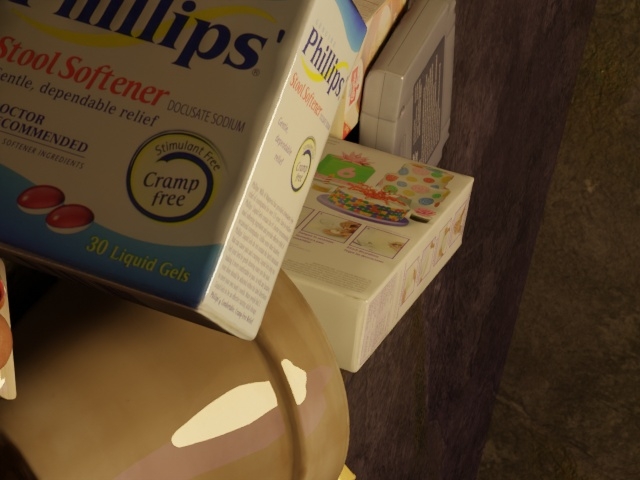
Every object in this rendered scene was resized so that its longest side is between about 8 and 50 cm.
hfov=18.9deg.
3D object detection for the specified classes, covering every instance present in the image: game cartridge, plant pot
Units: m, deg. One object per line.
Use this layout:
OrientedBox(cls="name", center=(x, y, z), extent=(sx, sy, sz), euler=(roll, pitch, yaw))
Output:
OrientedBox(cls="game cartridge", center=(0.107, -0.156, 2.393), extent=(0.294, 0.060, 0.196), euler=(89, 23, -51))
OrientedBox(cls="plant pot", center=(-0.186, 0.165, 1.683), extent=(0.280, 0.323, 0.323), euler=(-30, 138, -40))

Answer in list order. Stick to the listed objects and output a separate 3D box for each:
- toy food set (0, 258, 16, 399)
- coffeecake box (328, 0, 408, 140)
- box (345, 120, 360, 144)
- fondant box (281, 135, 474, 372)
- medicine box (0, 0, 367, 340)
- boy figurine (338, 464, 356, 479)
OrientedBox(cls="toy food set", center=(-0.290, 0.056, 1.451), extent=(0.218, 0.071, 0.128), euler=(9, 77, -51))
OrientedBox(cls="coffeecake box", center=(0.039, -0.228, 2.304), extent=(0.185, 0.068, 0.142), euler=(-52, 154, -48))
OrientedBox(cls="box", center=(0.091, -0.151, 2.551), extent=(0.183, 0.059, 0.233), euler=(-41, 145, -60))
OrientedBox(cls="fondant box", center=(0.000, 0.000, 2.118), extent=(0.330, 0.238, 0.096), euler=(-47, 149, -54))
OrientedBox(cls="medicine box", center=(-0.141, -0.101, 1.549), extent=(0.149, 0.263, 0.289), euler=(43, 66, -71))
OrientedBox(cls="boy figurine", center=(-0.055, 0.349, 2.385), extent=(0.285, 0.092, 0.177), euler=(-53, 172, 25))
